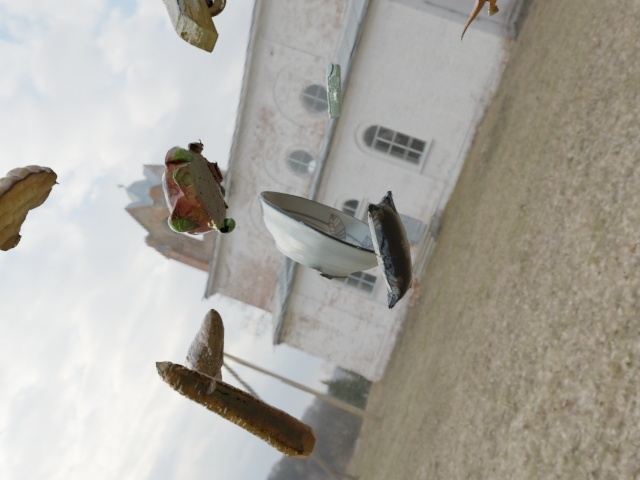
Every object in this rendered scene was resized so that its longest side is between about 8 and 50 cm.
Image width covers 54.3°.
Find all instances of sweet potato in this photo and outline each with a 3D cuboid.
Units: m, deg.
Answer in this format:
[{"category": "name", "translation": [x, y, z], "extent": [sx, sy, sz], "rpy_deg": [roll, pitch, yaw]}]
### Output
[{"category": "sweet potato", "translation": [-0.278, 0.293, 1.499], "extent": [0.341, 0.092, 0.114], "rpy_deg": [104, 179, -49]}]

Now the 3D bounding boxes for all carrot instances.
[{"category": "carrot", "translation": [-0.147, 0.285, 1.067], "extent": [0.066, 0.314, 0.066], "rpy_deg": [-52, 17, 22]}]

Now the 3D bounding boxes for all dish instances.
[{"category": "dish", "translation": [0.000, 0.000, 1.317], "extent": [0.316, 0.316, 0.106], "rpy_deg": [-46, -20, -77]}]

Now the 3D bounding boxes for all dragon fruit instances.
[{"category": "dragon fruit", "translation": [-0.351, -0.131, 1.751], "extent": [0.268, 0.130, 0.295], "rpy_deg": [-82, -31, -65]}]

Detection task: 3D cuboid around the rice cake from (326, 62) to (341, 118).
[{"category": "rice cake", "translation": [0.028, -0.294, 1.242], "extent": [0.171, 0.029, 0.033], "rpy_deg": [83, -168, -73]}]

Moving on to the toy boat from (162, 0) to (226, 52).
[{"category": "toy boat", "translation": [-0.183, -0.364, 0.896], "extent": [0.068, 0.088, 0.226], "rpy_deg": [-51, 53, 48]}]

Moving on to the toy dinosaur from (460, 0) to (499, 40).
[{"category": "toy dinosaur", "translation": [0.346, -0.527, 1.277], "extent": [0.142, 0.057, 0.212], "rpy_deg": [42, -112, -73]}]

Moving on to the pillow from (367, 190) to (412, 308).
[{"category": "pillow", "translation": [0.099, 0.011, 0.867], "extent": [0.090, 0.048, 0.150], "rpy_deg": [-57, -46, -77]}]

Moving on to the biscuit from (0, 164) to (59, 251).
[{"category": "biscuit", "translation": [-0.577, -0.075, 1.163], "extent": [0.183, 0.061, 0.118], "rpy_deg": [-55, -16, -9]}]
